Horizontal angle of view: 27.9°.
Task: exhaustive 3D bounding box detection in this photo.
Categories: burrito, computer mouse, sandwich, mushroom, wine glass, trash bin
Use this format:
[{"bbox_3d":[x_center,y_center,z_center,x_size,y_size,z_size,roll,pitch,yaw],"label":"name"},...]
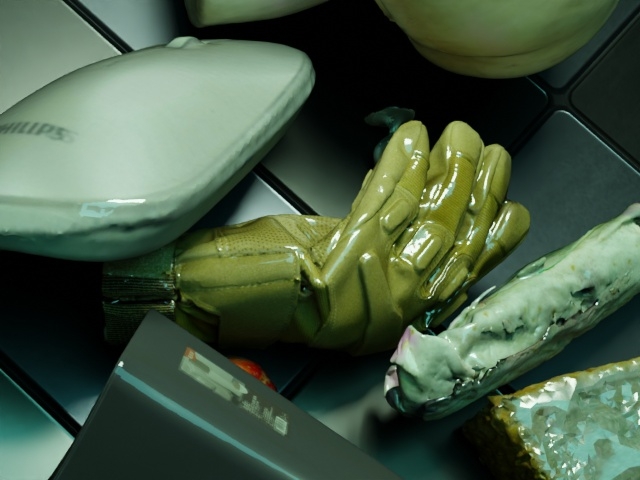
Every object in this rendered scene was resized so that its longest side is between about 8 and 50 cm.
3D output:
[{"bbox_3d":[0.170,0.049,0.963,0.309,0.096,0.066,-25,64,-34],"label":"burrito"},{"bbox_3d":[-0.129,-0.079,0.873,0.197,0.095,0.331,5,30,22],"label":"computer mouse"},{"bbox_3d":[0.286,0.212,0.921,0.271,0.099,0.301,-20,73,-12],"label":"sandwich"},{"bbox_3d":[0.073,-0.290,0.974,0.353,0.325,0.353,5,72,-17],"label":"mushroom"},{"bbox_3d":[0.058,-0.063,1.030,0.042,0.039,0.083,-4,72,5],"label":"wine glass"},{"bbox_3d":[-0.059,0.179,0.809,0.225,0.115,0.165,32,104,-4],"label":"trash bin"}]

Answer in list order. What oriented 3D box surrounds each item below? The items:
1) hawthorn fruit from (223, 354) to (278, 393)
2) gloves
[{"bbox_3d":[-0.063,0.114,0.892,0.077,0.077,0.077,6,65,-13],"label":"hawthorn fruit"},{"bbox_3d":[0.001,0.013,0.914,0.331,0.154,0.141,-7,52,-13],"label":"gloves"}]
